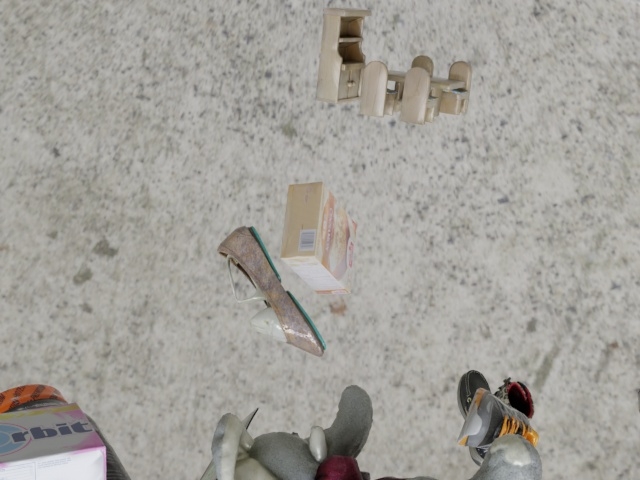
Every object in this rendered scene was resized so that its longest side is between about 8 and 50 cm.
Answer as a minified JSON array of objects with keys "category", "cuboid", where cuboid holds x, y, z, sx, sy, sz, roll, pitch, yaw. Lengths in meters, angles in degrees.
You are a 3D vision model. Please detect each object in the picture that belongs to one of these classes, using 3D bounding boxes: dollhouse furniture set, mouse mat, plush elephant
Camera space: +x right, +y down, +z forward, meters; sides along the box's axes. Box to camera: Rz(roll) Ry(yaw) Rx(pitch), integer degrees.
[{"category":"dollhouse furniture set","cuboid":[0.127,-0.307,1.649,0.242,0.212,0.160,14,108,26]},{"category":"mouse mat","cuboid":[-0.172,0.374,1.604,0.007,0.189,0.152,37,138,-5]},{"category":"plush elephant","cuboid":[0.024,0.276,0.998,0.330,0.255,0.272,-35,153,-13]}]

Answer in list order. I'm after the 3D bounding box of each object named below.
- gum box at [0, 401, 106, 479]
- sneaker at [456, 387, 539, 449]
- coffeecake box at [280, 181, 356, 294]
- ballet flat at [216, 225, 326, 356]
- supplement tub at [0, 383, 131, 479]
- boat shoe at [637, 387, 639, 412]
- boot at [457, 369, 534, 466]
[{"category":"gum box","cuboid":[-0.302,0.208,0.870,0.189,0.107,0.062,-4,106,-28]},{"category":"sneaker","cuboid":[0.254,0.264,1.349,0.083,0.215,0.084,23,90,26]},{"category":"coffeecake box","cuboid":[0.000,0.000,1.710,0.068,0.142,0.185,-3,156,21]},{"category":"ballet flat","cuboid":[-0.108,0.118,1.903,0.106,0.316,0.107,-29,160,-12]},{"category":"supplement tub","cuboid":[-0.335,0.361,1.225,0.207,0.338,0.207,-28,148,-19]},{"category":"boat shoe","cuboid":[0.594,0.263,1.635,0.072,0.190,0.068,-1,77,9]},{"category":"boot","cuboid":[0.364,0.330,1.973,0.085,0.236,0.178,14,132,-15]}]
